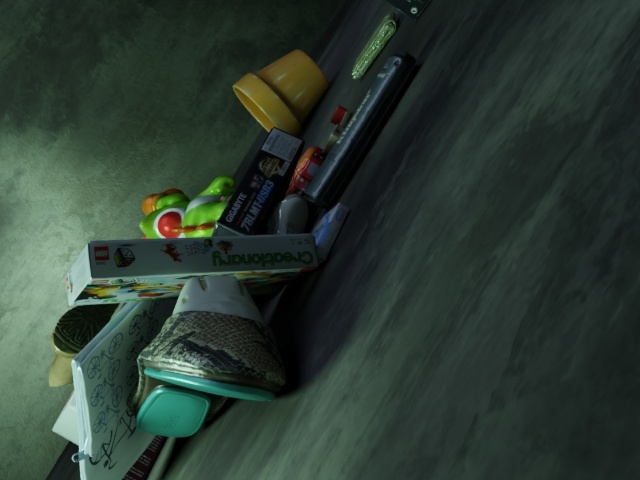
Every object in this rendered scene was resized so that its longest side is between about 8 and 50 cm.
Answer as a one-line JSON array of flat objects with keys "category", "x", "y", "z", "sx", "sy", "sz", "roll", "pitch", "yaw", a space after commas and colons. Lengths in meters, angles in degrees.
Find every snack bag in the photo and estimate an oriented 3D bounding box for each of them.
[{"category": "snack bag", "x": -0.278, "y": 0.222, "z": 1.466, "sx": 0.323, "sy": 0.037, "sz": 0.342, "roll": -53, "pitch": -24, "yaw": -52}]

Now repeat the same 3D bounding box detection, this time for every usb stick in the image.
[{"category": "usb stick", "x": 0.062, "y": -0.172, "z": 1.488, "sx": 0.278, "sy": 0.045, "sz": 0.077, "roll": -58, "pitch": 10, "yaw": 0}]

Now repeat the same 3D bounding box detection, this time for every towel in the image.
[{"category": "towel", "x": 0.113, "y": -0.405, "z": 1.978, "sx": 0.148, "sy": 0.027, "sz": 0.110, "roll": -55, "pitch": 10, "yaw": 23}]

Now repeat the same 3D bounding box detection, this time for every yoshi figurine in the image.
[{"category": "yoshi figurine", "x": -0.231, "y": -0.036, "z": 2.016, "sx": 0.362, "sy": 0.203, "sz": 0.203, "roll": 0, "pitch": 47, "yaw": 54}]

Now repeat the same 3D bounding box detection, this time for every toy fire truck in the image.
[{"category": "toy fire truck", "x": 0.014, "y": -0.153, "z": 1.607, "sx": 0.135, "sy": 0.047, "sz": 0.192, "roll": -61, "pitch": 2, "yaw": 16}]

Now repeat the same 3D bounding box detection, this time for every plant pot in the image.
[{"category": "plant pot", "x": -0.087, "y": -0.380, "z": 2.421, "sx": 0.188, "sy": 0.205, "sz": 0.205, "roll": -43, "pitch": 9, "yaw": -5}]

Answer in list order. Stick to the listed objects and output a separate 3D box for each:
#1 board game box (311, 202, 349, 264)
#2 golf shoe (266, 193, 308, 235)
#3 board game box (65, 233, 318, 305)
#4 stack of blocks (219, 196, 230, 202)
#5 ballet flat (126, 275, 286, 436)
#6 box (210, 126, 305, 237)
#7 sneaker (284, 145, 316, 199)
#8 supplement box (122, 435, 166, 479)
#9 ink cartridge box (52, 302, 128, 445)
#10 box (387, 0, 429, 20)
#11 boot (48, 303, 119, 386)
[{"category": "board game box", "x": 0.000, "y": 0.000, "z": 1.350, "sx": 0.090, "sy": 0.020, "sz": 0.090, "roll": -38, "pitch": 24, "yaw": 61}, {"category": "golf shoe", "x": -0.054, "y": 0.007, "z": 1.511, "sx": 0.086, "sy": 0.069, "sz": 0.176, "roll": 2, "pitch": 65, "yaw": 59}, {"category": "board game box", "x": -0.180, "y": 0.041, "z": 1.301, "sx": 0.193, "sy": 0.305, "sz": 0.053, "roll": 148, "pitch": 117, "yaw": -64}, {"category": "stack of blocks", "x": -0.239, "y": -0.002, "z": 2.275, "sx": 0.171, "sy": 0.087, "sz": 0.297, "roll": -57, "pitch": 11, "yaw": 7}, {"category": "ballet flat", "x": -0.159, "y": 0.143, "z": 1.244, "sx": 0.483, "sy": 0.164, "sz": 0.182, "roll": 139, "pitch": 143, "yaw": -64}, {"category": "box", "x": -0.137, "y": -0.004, "z": 1.648, "sx": 0.293, "sy": 0.073, "sz": 0.295, "roll": -63, "pitch": -3, "yaw": -48}, {"category": "sneaker", "x": -0.060, "y": -0.111, "z": 1.818, "sx": 0.175, "sy": 0.067, "sz": 0.064, "roll": -58, "pitch": 9, "yaw": -6}, {"category": "supplement box", "x": -0.333, "y": 0.370, "z": 1.677, "sx": 0.130, "sy": 0.073, "sz": 0.239, "roll": -42, "pitch": 20, "yaw": 55}, {"category": "ink cartridge box", "x": -0.416, "y": 0.265, "z": 2.094, "sx": 0.384, "sy": 0.160, "sz": 0.279, "roll": -65, "pitch": 9, "yaw": -30}, {"category": "box", "x": 0.202, "y": -0.556, "z": 1.806, "sx": 0.184, "sy": 0.103, "sz": 0.261, "roll": -49, "pitch": 13, "yaw": 29}, {"category": "boot", "x": -0.521, "y": 0.233, "z": 2.010, "sx": 0.269, "sy": 0.089, "sz": 0.236, "roll": -53, "pitch": 1, "yaw": 38}]
